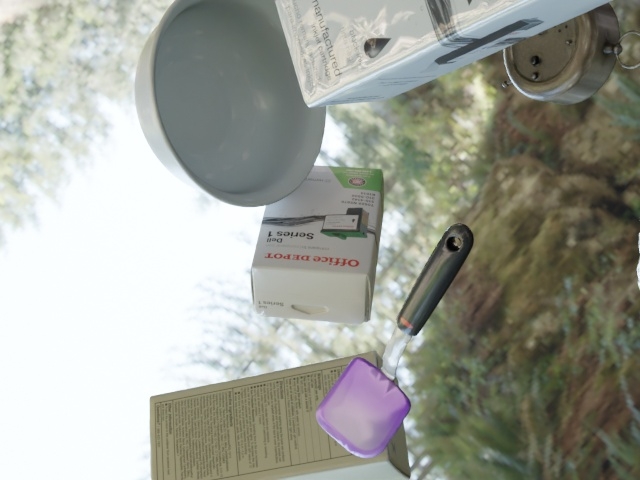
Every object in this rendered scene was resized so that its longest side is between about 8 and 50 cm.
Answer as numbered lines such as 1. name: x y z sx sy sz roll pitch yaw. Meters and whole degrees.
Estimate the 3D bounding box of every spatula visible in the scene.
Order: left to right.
1. spatula: 0.078 0.099 1.030 0.084 0.296 0.030 40 -141 20

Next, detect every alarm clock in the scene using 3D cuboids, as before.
1. alarm clock: 0.276 -0.215 1.173 0.064 0.129 0.192 2 -171 -42

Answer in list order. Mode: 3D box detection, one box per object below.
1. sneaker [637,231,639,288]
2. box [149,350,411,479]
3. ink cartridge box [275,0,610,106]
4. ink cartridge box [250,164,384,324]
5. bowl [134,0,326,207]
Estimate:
1. sneaker: 0.425 -0.024 1.047 0.145 0.147 0.384 -8 179 -19
2. box: -0.053 0.251 1.362 0.121 0.311 0.148 54 -152 -60
3. ink cartridge box: 0.089 -0.241 0.834 0.114 0.272 0.197 -14 -94 -47
4. ink cartridge box: 0.000 0.000 1.453 0.160 0.093 0.219 3 -137 5
5. bowl: -0.141 -0.187 1.430 0.297 0.298 0.134 29 157 -37
